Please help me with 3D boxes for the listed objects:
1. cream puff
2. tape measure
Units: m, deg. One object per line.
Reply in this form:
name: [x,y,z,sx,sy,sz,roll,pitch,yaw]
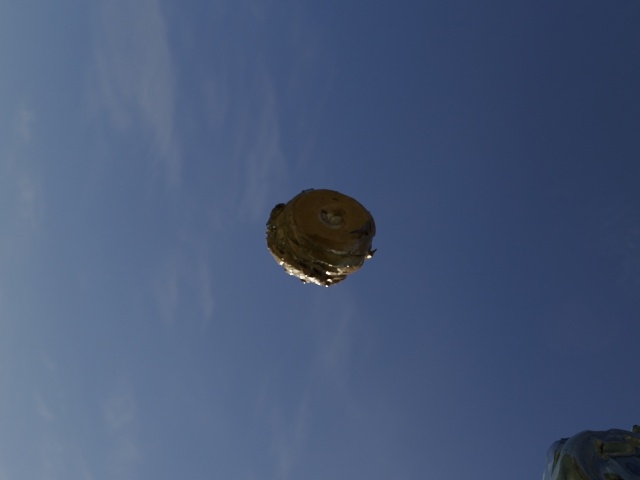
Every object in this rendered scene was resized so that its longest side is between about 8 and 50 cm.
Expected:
cream puff: [0.000,0.000,0.965,0.104,0.133,0.119,98,-25,-50]
tape measure: [0.523,0.437,1.404,0.275,0.256,0.147,-118,-151,-58]
